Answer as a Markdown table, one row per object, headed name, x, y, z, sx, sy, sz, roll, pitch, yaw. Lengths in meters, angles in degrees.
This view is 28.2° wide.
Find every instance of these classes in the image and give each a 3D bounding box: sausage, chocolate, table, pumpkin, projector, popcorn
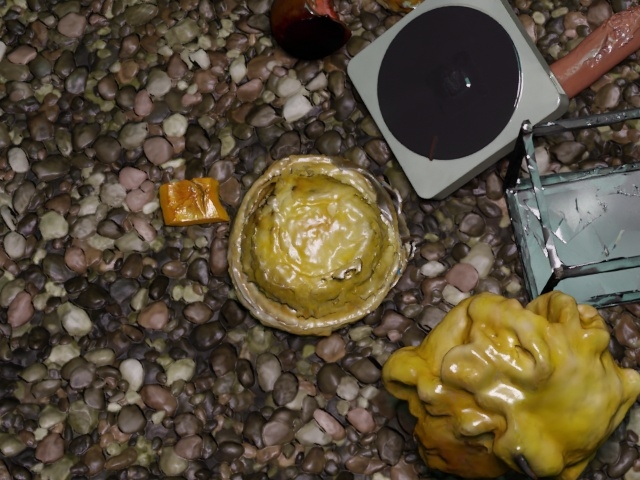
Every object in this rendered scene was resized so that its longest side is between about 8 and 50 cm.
| name | x | y | z | sx | sy | sz | roll | pitch | yaw |
| --- | --- | --- | --- | --- | --- | --- | --- | --- | --- |
| sausage | 0.393 | -0.267 | 1.935 | 0.304 | 0.078 | 0.078 | -34 | 76 | -6 |
| chocolate | -0.014 | -0.352 | 1.958 | 0.127 | 0.124 | 0.133 | 2 | 42 | 4 |
| table | 0.450 | -0.047 | 1.767 | 0.335 | 0.272 | 0.222 | -10 | 75 | 0 |
| pumpkin | -0.192 | -0.058 | 1.924 | 0.101 | 0.035 | 0.073 | -9 | 77 | -2 |
| projector | 0.201 | -0.229 | 1.889 | 0.259 | 0.079 | 0.257 | -36 | 72 | 23 |
| popcorn | 0.260 | 0.210 | 1.690 | 0.316 | 0.281 | 0.297 | -33 | 115 | 22 |

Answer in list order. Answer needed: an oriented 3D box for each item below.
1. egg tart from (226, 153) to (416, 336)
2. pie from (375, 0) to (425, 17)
| name | x | y | z | sx | sy | sz | roll | pitch | yaw |
| --- | --- | --- | --- | --- | --- | --- | --- | --- | --- |
| egg tart | 0.000 | 0.000 | 1.862 | 0.291 | 0.107 | 0.290 | -1 | 75 | 3 |
| pie | 0.187 | -0.480 | 2.000 | 0.315 | 0.092 | 0.315 | -1 | 78 | 7 |
